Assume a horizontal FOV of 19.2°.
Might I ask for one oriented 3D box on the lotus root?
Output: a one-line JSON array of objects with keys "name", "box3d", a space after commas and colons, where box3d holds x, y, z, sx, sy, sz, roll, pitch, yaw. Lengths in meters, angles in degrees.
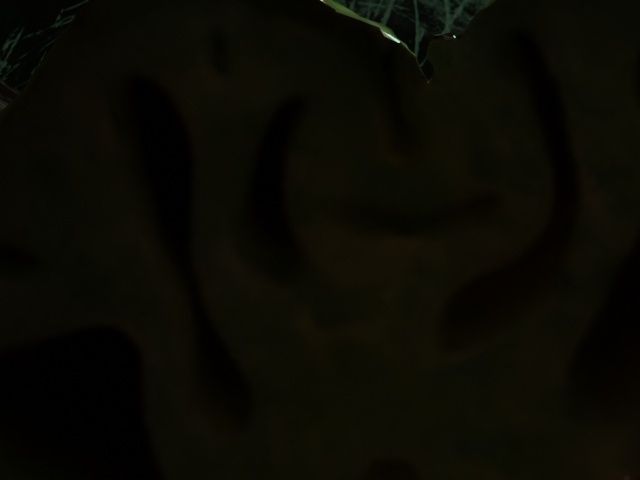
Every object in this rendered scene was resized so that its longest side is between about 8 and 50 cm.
[{"name": "lotus root", "box3d": [0.016, 0.027, 0.406, 0.188, 0.199, 0.180, 39, 5, -5]}]
